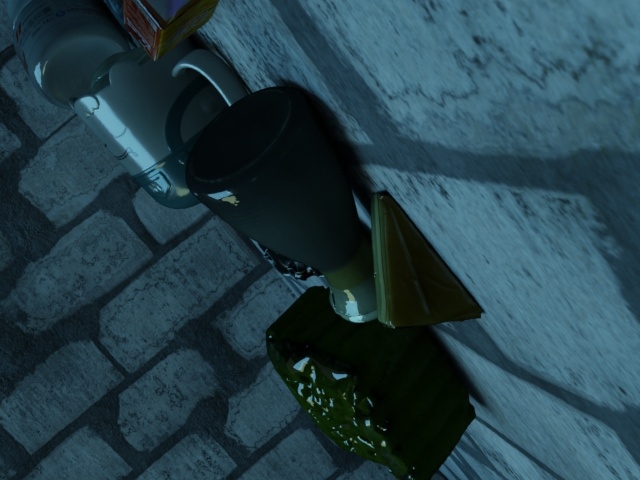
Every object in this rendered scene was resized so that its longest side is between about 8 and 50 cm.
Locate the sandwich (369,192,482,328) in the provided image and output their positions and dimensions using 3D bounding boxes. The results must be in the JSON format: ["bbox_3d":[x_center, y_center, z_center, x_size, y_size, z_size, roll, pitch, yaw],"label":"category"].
[{"bbox_3d":[0.125,0.020,0.926,0.079,0.113,0.163,175,89,-82],"label":"sandwich"}]

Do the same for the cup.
[{"bbox_3d":[-0.221,-0.198,1.223,0.290,0.219,0.257,-16,119,46],"label":"cup"}]

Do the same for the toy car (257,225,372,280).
[{"bbox_3d":[0.000,0.000,1.193,0.191,0.100,0.097,1,142,33],"label":"toy car"}]

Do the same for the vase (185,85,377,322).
[{"bbox_3d":[-0.009,-0.029,0.974,0.321,0.173,0.173,47,175,-37],"label":"vase"}]

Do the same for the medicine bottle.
[{"bbox_3d":[-0.619,-0.492,1.854,0.306,0.245,0.245,53,175,33],"label":"medicine bottle"}]

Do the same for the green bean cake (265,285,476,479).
[{"bbox_3d":[0.075,0.263,1.377,0.319,0.218,0.335,1,128,54],"label":"green bean cake"}]

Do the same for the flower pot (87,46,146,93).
[{"bbox_3d":[-0.335,-0.255,1.484,0.246,0.195,0.246,39,171,8],"label":"flower pot"}]

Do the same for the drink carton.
[{"bbox_3d":[-0.178,-0.283,0.903,0.071,0.096,0.223,51,171,-11],"label":"drink carton"}]

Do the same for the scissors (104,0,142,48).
[{"bbox_3d":[-0.382,-0.418,1.656,0.256,0.029,0.383,46,171,12],"label":"scissors"}]
